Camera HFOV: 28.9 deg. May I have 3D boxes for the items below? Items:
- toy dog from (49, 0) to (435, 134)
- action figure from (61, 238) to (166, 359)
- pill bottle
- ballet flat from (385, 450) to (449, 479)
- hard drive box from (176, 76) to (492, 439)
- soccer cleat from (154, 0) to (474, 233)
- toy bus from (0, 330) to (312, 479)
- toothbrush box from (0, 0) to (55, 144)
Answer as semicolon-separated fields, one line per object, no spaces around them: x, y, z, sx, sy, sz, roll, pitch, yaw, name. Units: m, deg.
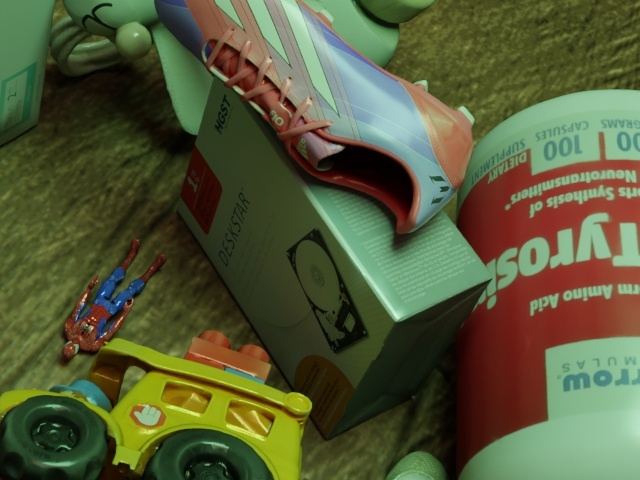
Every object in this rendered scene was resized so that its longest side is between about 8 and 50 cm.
-0.042;-0.155;1.006;0.334;0.220;0.161;-14;74;-24;toy dog
-0.159;0.046;0.930;0.038;0.030;0.115;33;53;0;action figure
0.210;0.110;0.881;0.229;0.229;0.407;12;52;-10;pill bottle
0.058;0.210;0.868;0.057;0.052;0.168;28;51;2;ballet flat
0.000;0.000;0.920;0.089;0.181;0.232;-22;64;-29;hard drive box
-0.014;-0.099;0.824;0.248;0.083;0.095;32;57;3;soccer cleat
-0.115;0.136;0.816;0.220;0.149;0.211;18;39;-3;toy bus
-0.343;-0.221;0.939;0.295;0.216;0.126;44;54;15;toothbrush box
